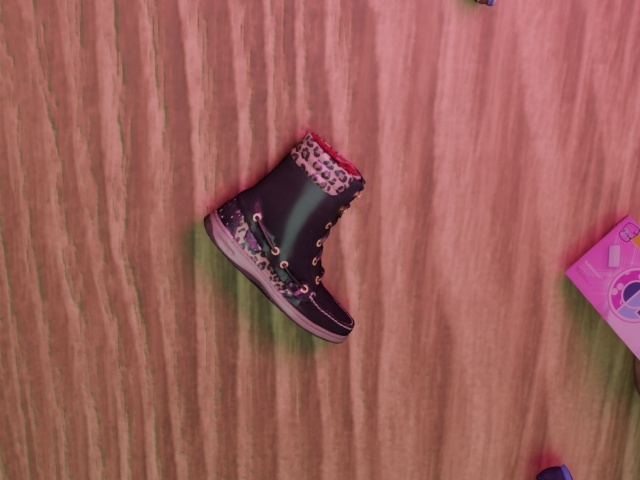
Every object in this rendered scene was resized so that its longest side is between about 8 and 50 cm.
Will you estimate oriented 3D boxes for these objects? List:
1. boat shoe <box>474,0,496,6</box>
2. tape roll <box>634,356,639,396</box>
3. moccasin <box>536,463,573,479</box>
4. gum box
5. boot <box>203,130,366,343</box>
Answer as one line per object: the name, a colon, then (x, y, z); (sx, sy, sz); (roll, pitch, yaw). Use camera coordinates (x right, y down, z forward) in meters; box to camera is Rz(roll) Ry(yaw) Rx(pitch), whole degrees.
boat shoe: (0.163, -0.348, 1.304); (0.066, 0.066, 0.183); (-5, 104, 3)
tape roll: (0.542, 0.189, 1.507); (0.246, 0.169, 0.246); (-1, 113, -3)
moccasin: (0.324, 0.465, 1.631); (0.117, 0.137, 0.341); (-11, 113, 5)
gum box: (0.395, 0.068, 1.443); (0.107, 0.188, 0.062); (-44, 146, 13)
boot: (-0.001, 0.000, 1.428); (0.178, 0.085, 0.236); (-43, 109, 11)
